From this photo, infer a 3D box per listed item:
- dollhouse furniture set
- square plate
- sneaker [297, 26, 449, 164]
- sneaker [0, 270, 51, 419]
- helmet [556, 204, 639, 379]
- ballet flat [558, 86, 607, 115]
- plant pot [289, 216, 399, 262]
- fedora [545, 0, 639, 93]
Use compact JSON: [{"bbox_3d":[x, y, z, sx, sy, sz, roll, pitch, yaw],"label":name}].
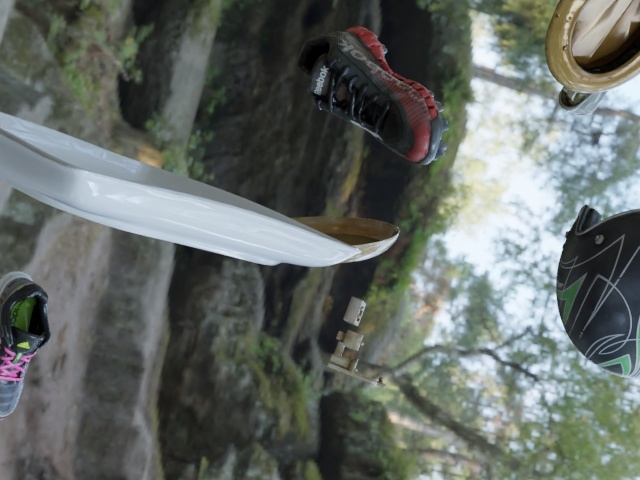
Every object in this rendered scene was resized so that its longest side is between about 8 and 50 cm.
[{"bbox_3d":[0.099,0.212,2.047,0.144,0.123,0.151,55,56,-81],"label":"dollhouse furniture set"},{"bbox_3d":[-0.189,-0.053,0.926,0.344,0.347,0.049,23,-86,40],"label":"square plate"},{"bbox_3d":[0.059,-0.191,1.321,0.276,0.135,0.098,55,-43,38],"label":"sneaker"},{"bbox_3d":[-0.346,0.120,1.122,0.074,0.063,0.170,4,-100,49],"label":"sneaker"},{"bbox_3d":[0.291,0.042,0.898,0.161,0.169,0.169,-72,-178,-71],"label":"helmet"},{"bbox_3d":[0.456,-0.289,1.594,0.213,0.068,0.072,-60,-141,34],"label":"ballet flat"},{"bbox_3d":[0.000,0.000,1.489,0.236,0.236,0.032,-138,-135,-72],"label":"plant pot"},{"bbox_3d":[0.360,-0.287,1.276,0.194,0.194,0.079,-67,-151,25],"label":"fedora"}]
